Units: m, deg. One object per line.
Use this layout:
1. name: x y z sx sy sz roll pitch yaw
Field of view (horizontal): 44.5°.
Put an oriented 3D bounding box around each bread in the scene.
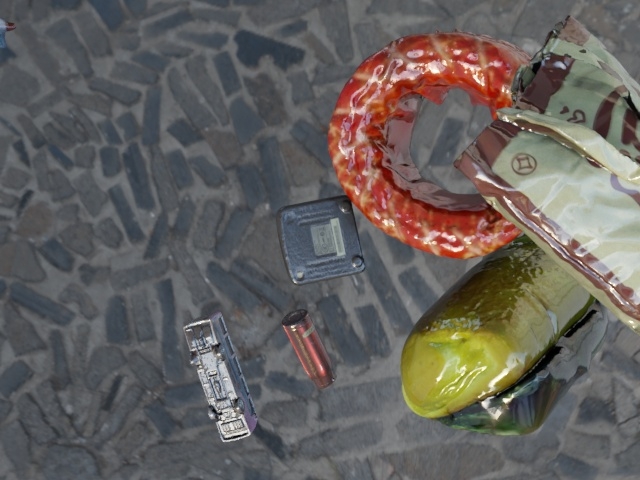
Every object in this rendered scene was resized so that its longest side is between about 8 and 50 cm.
1. bread: 0.287 0.139 1.214 0.251 0.208 0.377 -4 21 42

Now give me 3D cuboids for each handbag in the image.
1. handbag: 0.239 -0.047 0.626 0.235 0.127 0.213 43 56 -5

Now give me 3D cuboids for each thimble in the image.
1. thimble: 0.205 -0.155 1.198 0.350 0.230 0.349 3 101 17

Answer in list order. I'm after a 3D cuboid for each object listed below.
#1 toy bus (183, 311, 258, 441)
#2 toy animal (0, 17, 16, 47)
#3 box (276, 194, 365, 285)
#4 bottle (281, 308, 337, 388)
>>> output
1. toy bus: -0.104 0.141 0.820 0.037 0.052 0.130 -18 96 12
2. toy animal: -0.454 -0.323 0.944 0.176 0.255 0.239 -26 55 23
3. box: 0.000 0.000 1.203 0.125 0.027 0.126 -12 91 -12
4. bottle: -0.019 0.213 1.512 0.060 0.164 0.060 -20 24 9
